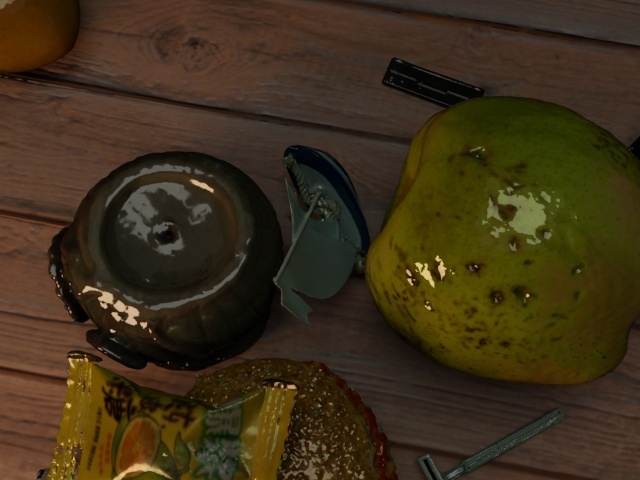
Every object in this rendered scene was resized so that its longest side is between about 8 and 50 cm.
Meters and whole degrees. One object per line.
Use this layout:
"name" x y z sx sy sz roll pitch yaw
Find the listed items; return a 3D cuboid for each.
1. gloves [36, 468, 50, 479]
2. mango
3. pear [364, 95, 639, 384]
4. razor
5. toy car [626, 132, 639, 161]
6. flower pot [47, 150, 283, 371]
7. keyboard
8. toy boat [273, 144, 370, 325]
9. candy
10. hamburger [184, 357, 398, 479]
"gloves" -0.298 0.329 1.123 0.128 0.212 0.111 -37 106 23
"mango" -0.576 -0.385 1.327 0.446 0.232 0.299 14 67 -2
"pear" 0.260 0.004 1.130 0.391 0.391 0.390 0 71 0
"razor" 0.238 0.281 1.200 0.211 0.036 0.084 -25 80 -15
"toy car" 0.487 -0.117 1.302 0.089 0.108 0.210 41 71 15
"flower pot" -0.199 0.036 1.185 0.302 0.213 0.301 0 70 0
"keyboard" 0.175 -0.240 1.390 0.155 0.010 0.053 22 71 7
"toy boat" 0.000 0.000 1.179 0.067 0.220 0.291 -23 25 24
"candy" -0.176 0.232 1.022 0.297 0.081 0.187 7 84 22
"hamburger" -0.063 0.282 1.117 0.294 0.179 0.276 -24 73 -9
